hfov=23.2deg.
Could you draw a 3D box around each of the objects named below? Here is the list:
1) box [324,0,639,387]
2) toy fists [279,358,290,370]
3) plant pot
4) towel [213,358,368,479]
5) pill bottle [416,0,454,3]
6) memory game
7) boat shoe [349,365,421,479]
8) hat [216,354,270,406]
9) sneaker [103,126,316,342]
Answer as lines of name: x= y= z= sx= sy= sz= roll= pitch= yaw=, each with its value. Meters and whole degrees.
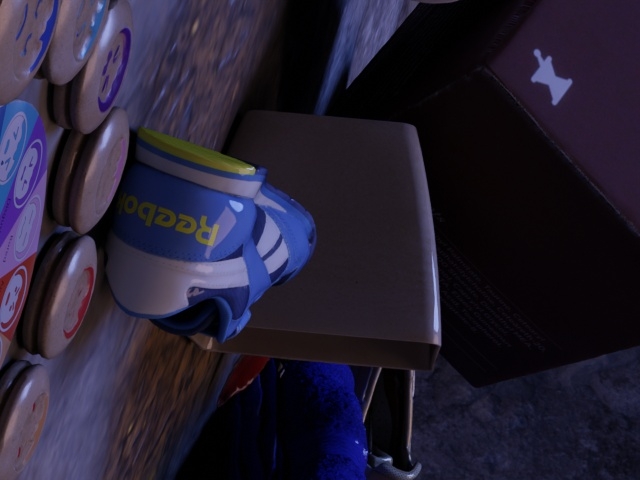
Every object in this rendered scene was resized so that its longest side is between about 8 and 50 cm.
box: x=0.118 y=-0.050 z=0.792 sx=0.168 sy=0.167 sz=0.203 roll=-51 pitch=-166 yaw=-29
toy fists: x=0.001 y=0.130 z=1.110 sx=0.142 sy=0.096 sz=0.279 roll=81 pitch=26 yaw=-80
plant pot: x=0.000 y=0.000 z=0.681 sx=0.109 sy=0.109 sz=0.096 roll=78 pitch=17 yaw=-79
towel: x=-0.044 y=0.194 z=0.851 sx=0.308 sy=0.076 sz=0.227 roll=-90 pitch=-158 yaw=-77
pill bottle: x=0.067 y=-0.177 z=0.717 sx=0.193 sy=0.108 sz=0.108 roll=-63 pitch=169 yaw=-60
memory game: x=-0.079 y=0.017 z=0.363 sx=0.186 sy=0.012 sz=0.186 roll=17 pitch=90 yaw=-85
boat shoe: x=0.032 y=0.148 z=0.998 sx=0.072 sy=0.068 sz=0.190 roll=5 pitch=-82 yaw=55
hat: x=-0.006 y=-0.029 z=0.933 sx=0.208 sy=0.184 sz=0.173 roll=40 pitch=-57 yaw=53
sneaker: x=-0.040 y=0.004 z=0.528 sx=0.144 sy=0.053 sz=0.059 roll=37 pitch=70 yaw=-75
